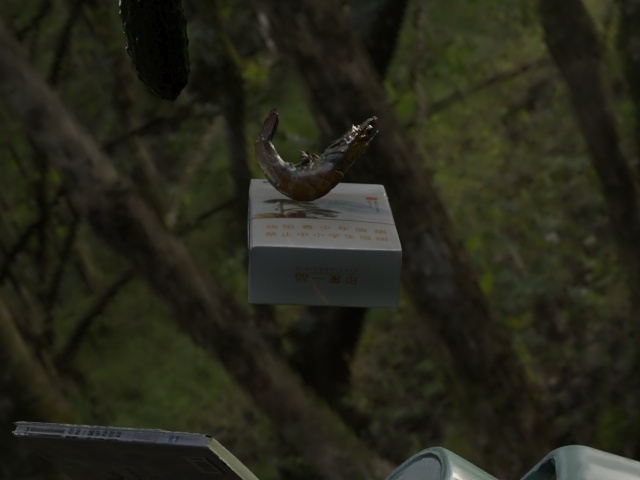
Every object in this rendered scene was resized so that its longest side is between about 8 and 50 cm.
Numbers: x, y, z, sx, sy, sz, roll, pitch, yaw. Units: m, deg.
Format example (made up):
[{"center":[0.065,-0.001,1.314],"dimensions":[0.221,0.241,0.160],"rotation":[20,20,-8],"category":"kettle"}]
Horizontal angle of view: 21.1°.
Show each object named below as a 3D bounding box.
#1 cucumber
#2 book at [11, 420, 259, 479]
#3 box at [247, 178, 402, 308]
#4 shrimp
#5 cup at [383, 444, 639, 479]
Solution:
[{"center":[-0.144,-0.215,1.465],"dimensions":[0.067,0.067,0.245],"rotation":[-26,-36,-26],"category":"cucumber"},{"center":[-0.120,0.168,1.244],"dimensions":[0.182,0.127,0.014],"rotation":[-1,57,34],"category":"book"},{"center":[0.000,0.000,1.747],"dimensions":[0.149,0.067,0.233],"rotation":[5,18,-4],"category":"box"},{"center":[-0.005,-0.083,1.409],"dimensions":[0.114,0.083,0.023],"rotation":[-42,-10,-26],"category":"shrimp"},{"center":[0.215,0.364,1.547],"dimensions":[0.401,0.392,0.310],"rotation":[-55,8,-9],"category":"cup"}]
